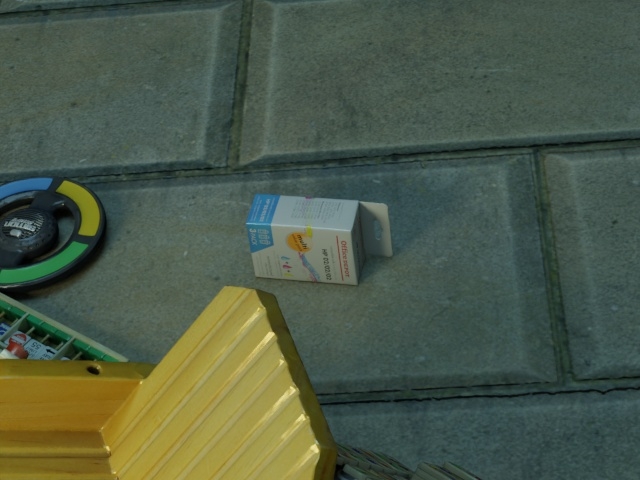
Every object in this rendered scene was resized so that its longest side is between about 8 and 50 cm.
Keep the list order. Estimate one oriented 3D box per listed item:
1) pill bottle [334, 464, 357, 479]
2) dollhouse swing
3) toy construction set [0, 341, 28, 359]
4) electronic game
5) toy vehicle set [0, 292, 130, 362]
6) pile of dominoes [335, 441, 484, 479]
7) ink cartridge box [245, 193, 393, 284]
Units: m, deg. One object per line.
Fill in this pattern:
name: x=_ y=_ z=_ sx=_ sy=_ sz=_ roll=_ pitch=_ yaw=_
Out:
pill bottle: x=0.005 y=0.316 z=1.560 sx=0.278 sy=0.162 sz=0.162 roll=28 pitch=54 yaw=31
dollhouse swing: x=-0.207 y=0.223 z=1.468 sx=0.315 sy=0.305 sz=0.347 roll=5 pitch=41 yaw=-29
toy construction set: x=-0.474 y=0.203 z=1.678 sx=0.215 sy=0.151 sz=0.327 roll=17 pitch=41 yaw=21
electronic game: x=-0.416 y=-0.011 z=2.045 sx=0.229 sy=0.048 sz=0.229 roll=-4 pitch=44 yaw=4
toy vehicle set: x=-0.395 y=0.167 z=1.866 sx=0.267 sy=0.035 sz=0.166 roll=23 pitch=52 yaw=29
pile of dominoes: x=0.101 y=0.253 z=1.564 sx=0.196 sy=0.251 sz=0.040 roll=27 pitch=90 yaw=32
ink cartridge box: x=0.000 y=0.000 z=1.927 sx=0.181 sy=0.104 sz=0.061 roll=4 pitch=45 yaw=13
